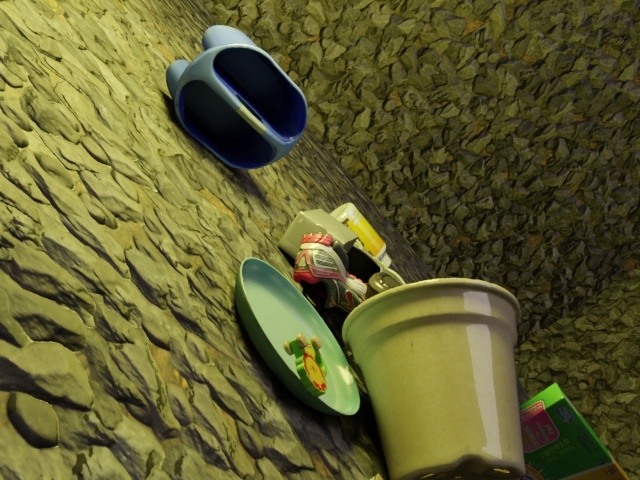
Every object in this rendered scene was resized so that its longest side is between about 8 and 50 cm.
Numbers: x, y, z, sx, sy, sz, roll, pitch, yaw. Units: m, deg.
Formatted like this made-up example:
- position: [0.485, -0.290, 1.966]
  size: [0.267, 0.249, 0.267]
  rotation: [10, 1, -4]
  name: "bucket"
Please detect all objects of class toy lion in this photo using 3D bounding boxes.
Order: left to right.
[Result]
- position: [-0.015, 0.192, 1.149]
  size: [0.096, 0.034, 0.100]
  rotation: [64, 14, 17]
  name: "toy lion"

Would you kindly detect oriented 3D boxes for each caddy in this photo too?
- position: [-0.180, -0.304, 1.663]
  size: [0.341, 0.241, 0.179]
  rotation: [40, 11, -45]
  name: "caddy"

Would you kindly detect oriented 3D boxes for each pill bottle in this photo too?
- position: [0.109, 0.004, 2.177]
  size: [0.215, 0.117, 0.117]
  rotation: [50, 12, -14]
  name: "pill bottle"

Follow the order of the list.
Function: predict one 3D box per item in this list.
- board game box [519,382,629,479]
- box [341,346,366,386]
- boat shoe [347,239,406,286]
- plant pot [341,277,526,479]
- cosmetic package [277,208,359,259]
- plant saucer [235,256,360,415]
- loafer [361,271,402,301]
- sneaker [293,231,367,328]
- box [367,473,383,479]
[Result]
- position: [0.396, 0.461, 1.452]
  size: [0.242, 0.317, 0.064]
  rotation: [51, 12, -8]
  name: "board game box"
- position: [0.144, 0.288, 1.627]
  size: [0.183, 0.056, 0.231]
  rotation: [55, 12, 14]
  name: "box"
- position: [0.131, 0.098, 2.025]
  size: [0.305, 0.109, 0.091]
  rotation: [45, 13, -8]
  name: "boat shoe"
- position: [0.215, 0.281, 1.321]
  size: [0.334, 0.334, 0.305]
  rotation: [41, 36, -46]
  name: "plant pot"
- position: [0.000, 0.000, 1.737]
  size: [0.127, 0.107, 0.238]
  rotation: [37, 13, 8]
  name: "cosmetic package"
- position: [-0.045, 0.168, 1.271]
  size: [0.317, 0.044, 0.317]
  rotation: [50, 11, -14]
  name: "plant saucer"
- position: [0.172, 0.180, 1.555]
  size: [0.134, 0.130, 0.366]
  rotation: [39, -2, 33]
  name: "loafer"
- position: [0.021, 0.116, 1.568]
  size: [0.299, 0.121, 0.112]
  rotation: [56, 43, -40]
  name: "sneaker"
- position: [0.132, 0.466, 1.104]
  size: [0.225, 0.037, 0.136]
  rotation: [55, 12, 2]
  name: "box"
